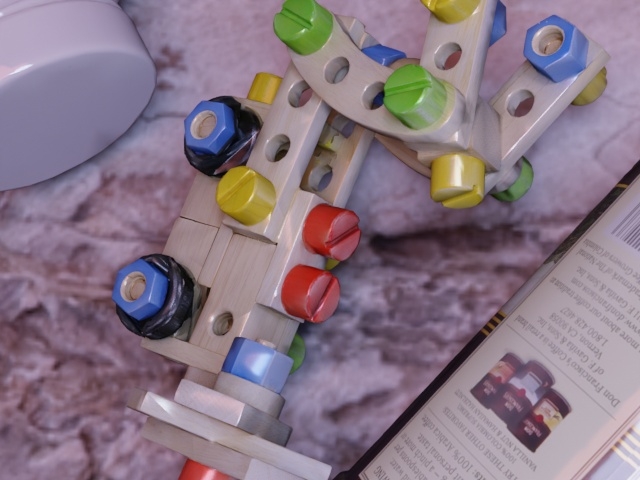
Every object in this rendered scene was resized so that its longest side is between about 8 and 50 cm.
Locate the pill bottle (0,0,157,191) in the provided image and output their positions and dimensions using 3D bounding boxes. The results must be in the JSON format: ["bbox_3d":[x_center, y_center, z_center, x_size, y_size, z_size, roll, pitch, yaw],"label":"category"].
[{"bbox_3d":[-0.236,-0.204,0.894,0.188,0.188,0.334,-32,72,6],"label":"pill bottle"}]

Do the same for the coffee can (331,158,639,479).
[{"bbox_3d":[0.167,0.094,0.717,0.275,0.201,0.201,-47,71,1],"label":"coffee can"}]

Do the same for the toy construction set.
[{"bbox_3d":[0.000,0.000,0.794,0.215,0.151,0.328,16,65,37],"label":"toy construction set"}]
